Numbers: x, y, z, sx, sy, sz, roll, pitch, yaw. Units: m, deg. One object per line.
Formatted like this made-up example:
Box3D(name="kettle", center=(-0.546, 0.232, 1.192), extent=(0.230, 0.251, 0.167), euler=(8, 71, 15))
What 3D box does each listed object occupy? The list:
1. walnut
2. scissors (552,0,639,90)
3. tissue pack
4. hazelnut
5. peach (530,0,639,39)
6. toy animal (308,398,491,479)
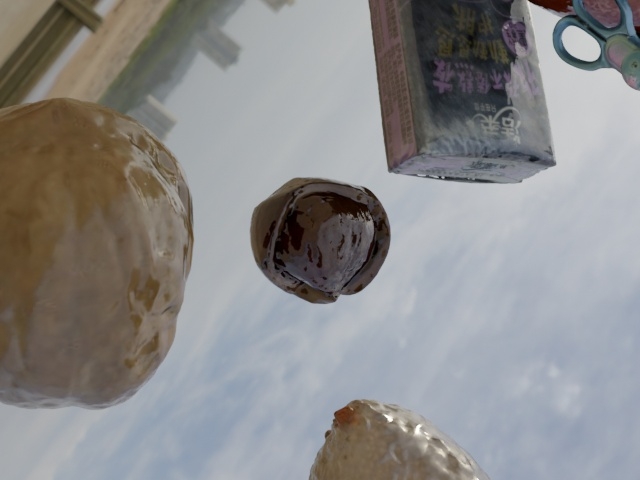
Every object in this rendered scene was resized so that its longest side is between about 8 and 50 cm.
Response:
Box3D(name="walnut", center=(-0.279, 0.006, 1.022), extent=(0.306, 0.306, 0.344), euler=(-75, 173, -56))
Box3D(name="scissors", center=(0.409, -0.222, 1.189), extent=(0.030, 0.256, 0.125), euler=(-32, 156, -35))
Box3D(name="tissue pack", center=(0.209, -0.271, 1.418), extent=(0.122, 0.259, 0.362), euler=(149, -62, -61))
Box3D(name="hazelnut", center=(0.000, -0.008, 1.307), extent=(0.161, 0.201, 0.170), euler=(-106, -162, -54))
Box3D(name="peach", center=(0.430, -0.460, 1.278), extent=(0.353, 0.416, 0.339), euler=(92, 9, -82))
Box3D(name="toy animal", center=(0.089, 0.301, 0.963), extent=(0.188, 0.358, 0.226), euler=(-37, -157, -30))
